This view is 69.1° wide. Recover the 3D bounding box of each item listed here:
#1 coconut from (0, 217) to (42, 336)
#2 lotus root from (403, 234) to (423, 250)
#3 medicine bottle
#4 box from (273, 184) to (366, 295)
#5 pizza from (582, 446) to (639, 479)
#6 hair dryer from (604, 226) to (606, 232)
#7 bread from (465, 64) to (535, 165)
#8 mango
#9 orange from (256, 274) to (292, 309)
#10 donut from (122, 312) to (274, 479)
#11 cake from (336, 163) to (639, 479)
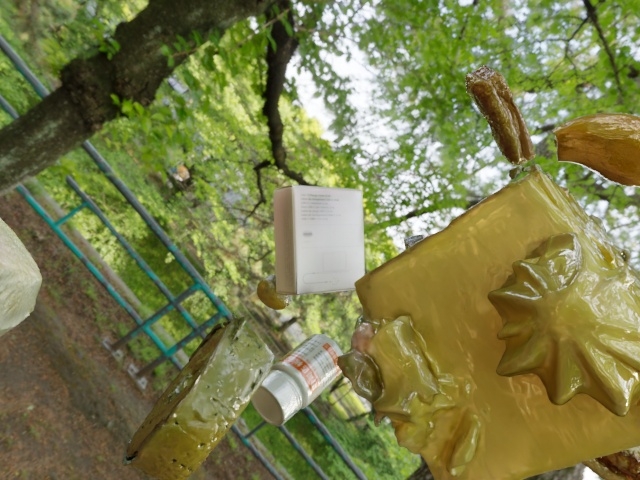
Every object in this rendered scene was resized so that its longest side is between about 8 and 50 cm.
[{"bbox_3d":[-0.541,0.065,0.621,0.239,0.244,0.239,48,-15,17],"label":"coconut"},{"bbox_3d":[0.331,0.091,1.548,0.170,0.075,0.260,72,13,-50],"label":"lotus root"},{"bbox_3d":[-0.059,0.368,1.244,0.145,0.252,0.144,23,-52,33],"label":"medicine bottle"},{"bbox_3d":[0.000,0.000,1.108,0.106,0.203,0.251,-1,-89,57],"label":"box"},{"bbox_3d":[0.570,0.415,0.937,0.271,0.056,0.134,48,-40,16],"label":"pizza"},{"bbox_3d":[0.792,-0.064,1.549,0.237,0.075,0.206,29,0,-8],"label":"hair dryer"},{"bbox_3d":[0.461,-0.319,1.202,0.271,0.077,0.139,49,14,-32],"label":"bread"},{"bbox_3d":[0.834,-0.258,1.299,0.360,0.144,0.186,23,-53,6],"label":"mango"},{"bbox_3d":[-0.115,0.134,1.185,0.095,0.085,0.085,39,-7,8],"label":"orange"},{"bbox_3d":[-0.166,0.231,0.682,0.107,0.272,0.272,38,-4,-6],"label":"donut"},{"bbox_3d":[0.175,0.084,0.420,0.286,0.227,0.222,15,45,-46],"label":"cake"}]
